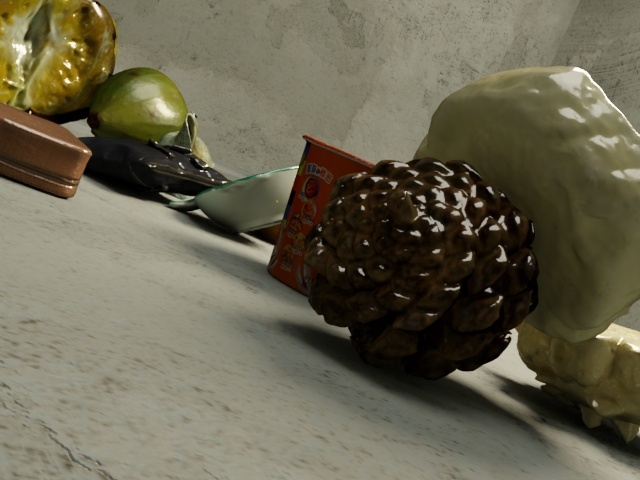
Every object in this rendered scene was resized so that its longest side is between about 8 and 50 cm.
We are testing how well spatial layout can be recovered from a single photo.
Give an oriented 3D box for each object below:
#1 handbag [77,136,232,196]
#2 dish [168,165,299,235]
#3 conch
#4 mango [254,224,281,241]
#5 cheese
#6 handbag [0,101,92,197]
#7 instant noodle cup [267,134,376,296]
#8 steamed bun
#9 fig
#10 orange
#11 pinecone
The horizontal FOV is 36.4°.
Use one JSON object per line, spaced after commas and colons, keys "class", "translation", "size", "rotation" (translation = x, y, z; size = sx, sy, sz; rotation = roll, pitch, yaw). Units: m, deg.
{"class": "handbag", "translation": [-0.283, -0.121, 1.585], "size": [0.211, 0.089, 0.254], "rotation": [14, 2, 29]}
{"class": "dish", "translation": [-0.111, -0.055, 1.554], "size": [0.246, 0.078, 0.224], "rotation": [-14, 0, 15]}
{"class": "conch", "translation": [-0.263, -0.140, 1.779], "size": [0.114, 0.137, 0.234], "rotation": [3, -8, 6]}
{"class": "mango", "translation": [-0.090, -0.052, 1.706], "size": [0.163, 0.089, 0.111], "rotation": [10, -39, 30]}
{"class": "cheese", "translation": [0.239, -0.045, 1.101], "size": [0.115, 0.318, 0.326], "rotation": [-26, 29, -25]}
{"class": "handbag", "translation": [-0.380, -0.121, 1.235], "size": [0.151, 0.072, 0.193], "rotation": [21, 7, -31]}
{"class": "instant noodle cup", "translation": [0.054, -0.009, 1.341], "size": [0.250, 0.192, 0.250], "rotation": [23, 5, -2]}
{"class": "steamed bun", "translation": [0.371, 0.172, 1.260], "size": [0.295, 0.137, 0.292], "rotation": [17, 5, 28]}
{"class": "fig", "translation": [-0.365, -0.233, 1.877], "size": [0.203, 0.203, 0.225], "rotation": [27, 23, 32]}
{"class": "orange", "translation": [-0.570, -0.382, 1.873], "size": [0.368, 0.271, 0.210], "rotation": [12, 20, -45]}
{"class": "pinecone", "translation": [0.118, 0.032, 1.015], "size": [0.257, 0.243, 0.243], "rotation": [26, 2, -42]}
